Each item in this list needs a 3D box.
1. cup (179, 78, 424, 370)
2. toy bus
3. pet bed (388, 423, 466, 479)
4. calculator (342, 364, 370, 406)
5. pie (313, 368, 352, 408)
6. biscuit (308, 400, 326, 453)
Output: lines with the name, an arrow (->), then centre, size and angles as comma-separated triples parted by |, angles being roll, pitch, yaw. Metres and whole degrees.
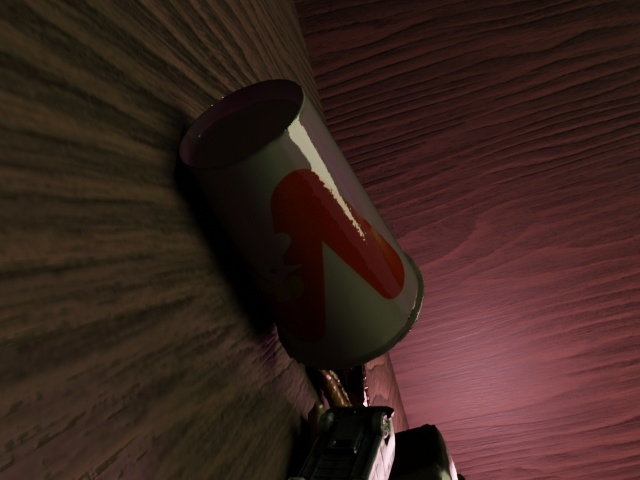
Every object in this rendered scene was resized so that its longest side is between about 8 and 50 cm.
cup -> -0.021, -0.015, 0.636 | 0.203, 0.203, 0.288 | -97, 163, -49
toy bus -> 0.027, 0.260, 0.630 | 0.194, 0.087, 0.089 | -47, 127, -65
pet bed -> 0.141, 0.407, 0.910 | 0.211, 0.183, 0.159 | 2, 68, -84
calculator -> 0.069, 0.248, 1.207 | 0.220, 0.048, 0.329 | -96, 174, -59
pie -> 0.018, 0.235, 0.931 | 0.088, 0.033, 0.191 | -107, 171, -55
biscuit -> 0.028, 0.353, 0.737 | 0.141, 0.038, 0.289 | -47, 120, -81
